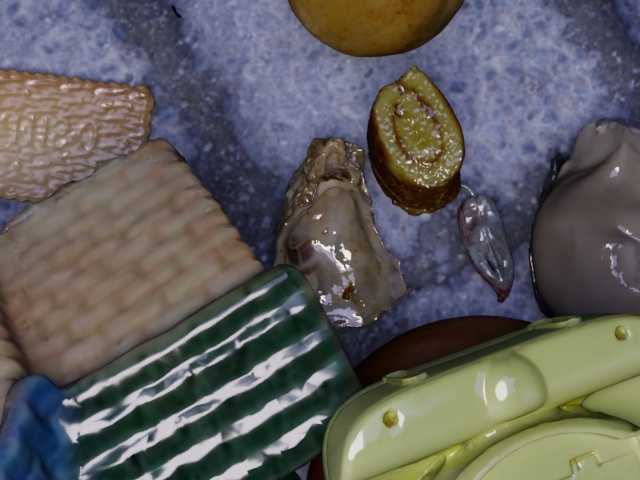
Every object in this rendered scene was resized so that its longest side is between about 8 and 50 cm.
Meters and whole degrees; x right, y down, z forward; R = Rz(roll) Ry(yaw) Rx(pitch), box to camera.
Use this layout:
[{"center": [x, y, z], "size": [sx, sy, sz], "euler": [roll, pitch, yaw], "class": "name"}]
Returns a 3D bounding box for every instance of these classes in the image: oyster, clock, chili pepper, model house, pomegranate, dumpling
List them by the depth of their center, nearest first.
[{"center": [0.179, 0.246, 0.740], "size": [0.286, 0.117, 0.348], "euler": [-19, 87, -12], "class": "clock"}, {"center": [-0.189, 0.201, 0.869], "size": [0.445, 0.395, 0.400], "euler": [-32, 44, -11], "class": "model house"}, {"center": [0.321, 0.008, 1.084], "size": [0.163, 0.204, 0.293], "euler": [-4, 94, 7], "class": "dumpling"}, {"center": [0.066, -0.323, 1.091], "size": [0.233, 0.233, 0.233], "euler": [0, 84, -4], "class": "pomegranate"}, {"center": [0.013, -0.009, 1.127], "size": [0.162, 0.107, 0.232], "euler": [-5, 103, -9], "class": "oyster"}, {"center": [0.199, 0.000, 1.157], "size": [0.050, 0.041, 0.153], "euler": [-19, 83, 36], "class": "chili pepper"}]

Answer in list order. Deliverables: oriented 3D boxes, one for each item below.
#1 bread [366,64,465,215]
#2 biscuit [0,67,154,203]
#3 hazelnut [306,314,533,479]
[{"center": [0.107, -0.102, 1.089], "size": [0.103, 0.172, 0.132], "euler": [-28, 79, -1], "class": "bread"}, {"center": [-0.328, -0.119, 1.138], "size": [0.250, 0.030, 0.160], "euler": [5, 84, -3], "class": "biscuit"}, {"center": [0.147, 0.259, 0.980], "size": [0.366, 0.366, 0.365], "euler": [0, 84, -4], "class": "hazelnut"}]
